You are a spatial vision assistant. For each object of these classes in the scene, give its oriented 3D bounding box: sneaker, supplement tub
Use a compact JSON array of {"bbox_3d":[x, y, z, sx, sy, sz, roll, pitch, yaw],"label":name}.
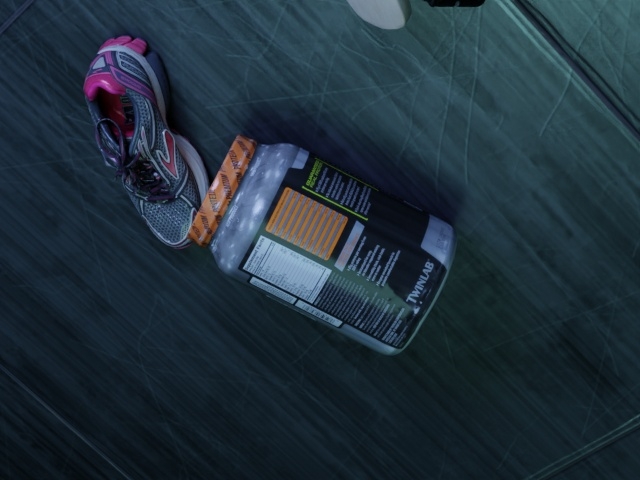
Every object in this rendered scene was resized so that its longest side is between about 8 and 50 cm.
[{"bbox_3d":[-0.239,-0.113,1.874,0.121,0.112,0.299,-11,120,20],"label":"sneaker"},{"bbox_3d":[0.000,0.000,1.839,0.316,0.193,0.193,28,124,-4],"label":"supplement tub"}]

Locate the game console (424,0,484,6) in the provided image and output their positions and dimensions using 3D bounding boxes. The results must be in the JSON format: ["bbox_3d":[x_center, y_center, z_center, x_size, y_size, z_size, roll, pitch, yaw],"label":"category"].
[{"bbox_3d":[0.148,-0.346,1.689,0.107,0.071,0.122,-3,128,-20],"label":"game console"}]

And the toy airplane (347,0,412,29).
[{"bbox_3d":[-0.013,-0.429,1.538,0.384,0.272,0.386,40,163,7],"label":"toy airplane"}]
